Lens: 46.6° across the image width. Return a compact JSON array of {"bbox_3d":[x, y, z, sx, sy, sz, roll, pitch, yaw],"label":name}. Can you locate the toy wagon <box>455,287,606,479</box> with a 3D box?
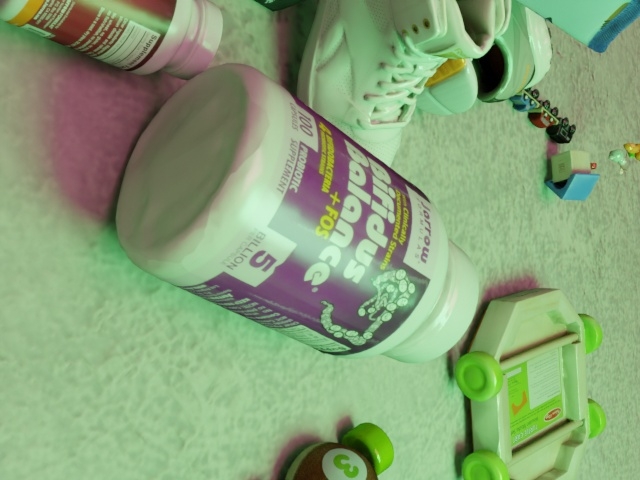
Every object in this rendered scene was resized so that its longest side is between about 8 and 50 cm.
[{"bbox_3d":[0.272,0.239,0.948,0.267,0.068,0.344,-8,96,-43],"label":"toy wagon"}]

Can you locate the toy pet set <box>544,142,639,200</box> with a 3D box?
[{"bbox_3d":[0.378,-0.088,1.019,0.114,0.122,0.065,0,82,-24],"label":"toy pet set"}]

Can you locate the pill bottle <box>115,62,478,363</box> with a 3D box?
[{"bbox_3d":[0.000,0.000,0.619,0.301,0.169,0.169,30,70,-39],"label":"pill bottle"}]

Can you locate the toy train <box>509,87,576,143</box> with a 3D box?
[{"bbox_3d":[0.298,-0.170,1.004,0.158,0.027,0.036,26,83,-41],"label":"toy train"}]

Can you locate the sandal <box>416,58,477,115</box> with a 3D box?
[{"bbox_3d":[0.092,-0.245,0.755,0.265,0.102,0.076,52,59,-28],"label":"sandal"}]

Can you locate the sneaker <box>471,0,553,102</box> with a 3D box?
[{"bbox_3d":[0.186,-0.285,0.850,0.108,0.100,0.272,-40,116,-30],"label":"sneaker"}]

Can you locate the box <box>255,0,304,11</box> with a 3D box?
[{"bbox_3d":[-0.091,-0.325,0.612,0.231,0.056,0.183,17,77,-43],"label":"box"}]

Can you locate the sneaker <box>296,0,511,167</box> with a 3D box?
[{"bbox_3d":[0.067,-0.153,0.635,0.108,0.169,0.293,-11,120,-29],"label":"sneaker"}]

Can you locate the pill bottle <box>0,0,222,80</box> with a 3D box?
[{"bbox_3d":[-0.150,-0.172,0.535,0.152,0.086,0.086,16,79,-43],"label":"pill bottle"}]

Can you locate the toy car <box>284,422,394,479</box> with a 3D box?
[{"bbox_3d":[0.059,0.264,0.659,0.155,0.188,0.149,-22,105,-42],"label":"toy car"}]

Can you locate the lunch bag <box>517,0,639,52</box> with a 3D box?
[{"bbox_3d":[0.242,-0.443,0.705,0.327,0.239,0.385,30,64,-10],"label":"lunch bag"}]
